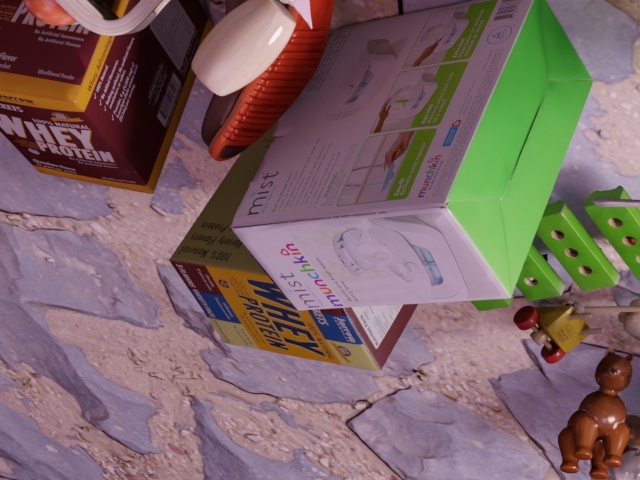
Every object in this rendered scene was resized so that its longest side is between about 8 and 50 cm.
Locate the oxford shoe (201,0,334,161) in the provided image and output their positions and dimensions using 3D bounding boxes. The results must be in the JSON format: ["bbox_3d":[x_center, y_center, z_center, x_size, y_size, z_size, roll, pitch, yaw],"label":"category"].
[{"bbox_3d":[-0.046,-0.199,1.417,0.098,0.271,0.097,32,-168,17],"label":"oxford shoe"}]

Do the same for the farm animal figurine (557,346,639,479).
[{"bbox_3d":[0.421,0.183,1.667,0.330,0.172,0.327,1,152,21],"label":"farm animal figurine"}]

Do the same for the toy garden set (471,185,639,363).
[{"bbox_3d":[0.261,0.033,1.661,0.244,0.049,0.204,-14,128,42],"label":"toy garden set"}]

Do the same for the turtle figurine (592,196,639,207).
[{"bbox_3d":[0.345,-0.110,1.200,0.275,0.197,0.266,36,142,-19],"label":"turtle figurine"}]

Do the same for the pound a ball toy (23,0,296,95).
[{"bbox_3d":[-0.141,-0.191,1.242,0.208,0.136,0.319,45,-177,-9],"label":"pound a ball toy"}]

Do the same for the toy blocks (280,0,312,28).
[{"bbox_3d":[-0.029,-0.343,1.151,0.309,0.260,0.288,-12,131,42],"label":"toy blocks"}]

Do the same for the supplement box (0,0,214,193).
[{"bbox_3d":[-0.214,-0.176,1.514,0.129,0.191,0.194,11,161,20],"label":"supplement box"}]

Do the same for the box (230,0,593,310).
[{"bbox_3d":[0.081,-0.079,1.432,0.231,0.262,0.127,-7,135,38],"label":"box"}]

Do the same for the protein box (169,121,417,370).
[{"bbox_3d":[0.000,0.000,1.625,0.200,0.201,0.136,8,143,36],"label":"protein box"}]
